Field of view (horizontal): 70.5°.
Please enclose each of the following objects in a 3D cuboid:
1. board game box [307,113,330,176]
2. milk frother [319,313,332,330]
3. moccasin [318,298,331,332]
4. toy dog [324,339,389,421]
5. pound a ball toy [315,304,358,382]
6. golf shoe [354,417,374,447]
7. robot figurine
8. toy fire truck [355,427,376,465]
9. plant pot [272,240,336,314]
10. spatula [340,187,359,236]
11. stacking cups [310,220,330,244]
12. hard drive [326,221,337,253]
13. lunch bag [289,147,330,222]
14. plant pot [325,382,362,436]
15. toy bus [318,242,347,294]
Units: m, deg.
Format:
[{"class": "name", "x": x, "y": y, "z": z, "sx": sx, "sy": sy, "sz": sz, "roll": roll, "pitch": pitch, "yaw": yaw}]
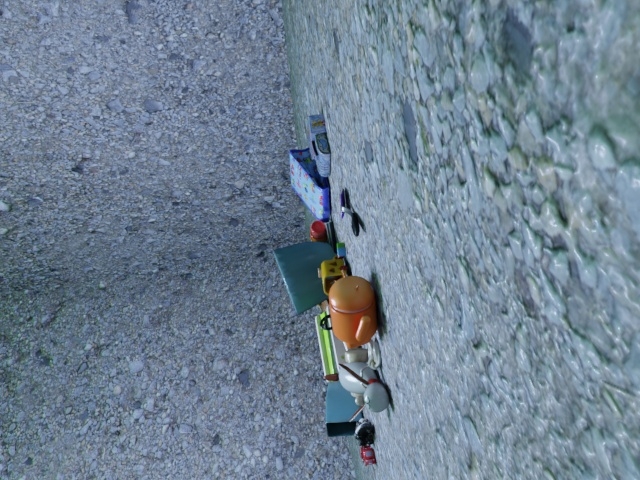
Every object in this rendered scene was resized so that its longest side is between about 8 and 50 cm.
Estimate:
[{"class": "board game box", "x": -0.008, "y": -0.369, "z": 1.704, "sx": 0.194, "sy": 0.060, "sz": 0.194, "roll": 87, "pitch": 172, "yaw": -63}, {"class": "milk frother", "x": 0.064, "y": 0.261, "z": 1.607, "sx": 0.129, "sy": 0.143, "sz": 0.134, "roll": -99, "pitch": 2, "yaw": -67}, {"class": "moccasin", "x": 0.021, "y": 0.244, "z": 2.082, "sx": 0.139, "sy": 0.147, "sz": 0.379, "roll": 89, "pitch": 170, "yaw": -64}, {"class": "toy dog", "x": 0.099, "y": 0.436, "z": 1.396, "sx": 0.333, "sy": 0.161, "sz": 0.220, "roll": 92, "pitch": 168, "yaw": -69}, {"class": "pound a ball toy", "x": 0.102, "y": 0.398, "z": 1.714, "sx": 0.208, "sy": 0.136, "sz": 0.318, "roll": -50, "pitch": 44, "yaw": 50}, {"class": "golf shoe", "x": 0.165, "y": 0.740, "z": 1.782, "sx": 0.198, "sy": 0.077, "sz": 0.093, "roll": 87, "pitch": 172, "yaw": -50}, {"class": "robot figurine", "x": 0.090, "y": 0.188, "z": 1.222, "sx": 0.158, "sy": 0.128, "sz": 0.219, "roll": -58, "pitch": -34, "yaw": -53}, {"class": "toy fire truck", "x": 0.190, "y": 0.864, "z": 1.918, "sx": 0.192, "sy": 0.047, "sz": 0.135, "roll": 97, "pitch": 165, "yaw": -73}, {"class": "plant pot", "x": -0.041, "y": 0.134, "z": 1.912, "sx": 0.293, "sy": 0.235, "sz": 0.292, "roll": 158, "pitch": 90, "yaw": -83}, {"class": "spatula", "x": 0.084, "y": -0.078, "z": 1.330, "sx": 0.296, "sy": 0.031, "sz": 0.084, "roll": -109, "pitch": 12, "yaw": -66}, {"class": "stacking cups", "x": 0.000, "y": 0.000, "z": 2.077, "sx": 0.316, "sy": 0.096, "sz": 0.095, "roll": 85, "pitch": 175, "yaw": -73}, {"class": "hard drive", "x": 0.051, "y": -0.011, "z": 1.970, "sx": 0.094, "sy": 0.022, "sz": 0.135, "roll": 175, "pitch": 85, "yaw": -85}, {"class": "lunch bag", "x": -0.027, "y": -0.227, "z": 1.956, "sx": 0.220, "sy": 0.138, "sz": 0.293, "roll": 91, "pitch": 160, "yaw": -54}, {"class": "plant pot", "x": 0.103, "y": 0.770, "z": 2.127, "sx": 0.165, "sy": 0.166, "sz": 0.234, "roll": 85, "pitch": 180, "yaw": -46}, {"class": "toy bus", "x": 0.045, "y": 0.120, "z": 1.694, "sx": 0.202, "sy": 0.105, "sz": 0.190, "roll": 92, "pitch": 173, "yaw": -69}]
